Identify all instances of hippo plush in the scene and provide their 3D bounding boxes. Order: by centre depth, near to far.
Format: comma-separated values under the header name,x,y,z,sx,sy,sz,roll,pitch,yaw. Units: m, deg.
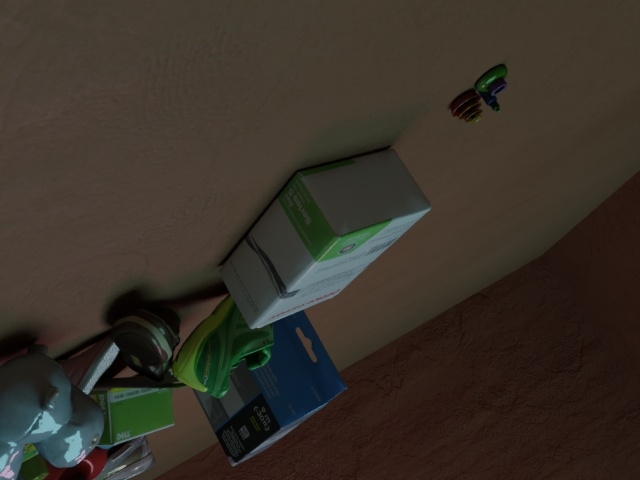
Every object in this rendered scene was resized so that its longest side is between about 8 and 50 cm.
name,x,y,z,sx,sy,sz,roll,pitch,yaw
hippo plush,-0.431,0.244,1.086,0.236,0.234,0.294,-47,126,-11

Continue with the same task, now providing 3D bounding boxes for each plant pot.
name,x,y,z,sx,sy,sz,roll,pitch,yaw
plant pot,-0.562,0.427,1.578,0.083,0.079,0.083,-30,166,-9

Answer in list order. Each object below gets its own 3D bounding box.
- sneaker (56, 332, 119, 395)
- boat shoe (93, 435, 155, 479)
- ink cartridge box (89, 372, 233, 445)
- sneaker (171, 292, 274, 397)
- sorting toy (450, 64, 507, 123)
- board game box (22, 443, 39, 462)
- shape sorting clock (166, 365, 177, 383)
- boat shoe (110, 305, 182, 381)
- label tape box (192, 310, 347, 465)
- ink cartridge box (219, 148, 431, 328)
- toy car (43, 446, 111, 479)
name,x,y,z,sx,sy,sz,roll,pitch,yaw
sneaker,-0.363,0.185,1.246,0.134,0.070,0.051,-58,166,-22
boat shoe,-0.584,0.587,2.091,0.321,0.103,0.118,-18,180,-28
ink cartridge box,-0.300,0.284,1.390,0.255,0.096,0.189,-6,176,21
sneaker,-0.126,0.149,1.361,0.295,0.123,0.109,-50,180,-41
sorting toy,0.236,-0.202,1.172,0.102,0.042,0.061,-40,164,30
board game box,-0.552,0.365,1.459,0.092,0.043,0.181,-27,166,-16
shape sorting clock,-0.372,0.320,1.692,0.206,0.040,0.206,-30,162,-10
boat shoe,-0.256,0.137,1.246,0.095,0.095,0.257,-63,-178,-23
label tape box,-0.126,0.278,1.662,0.106,0.240,0.333,-16,159,-42
ink cartridge box,0.000,0.000,1.217,0.198,0.114,0.273,-19,161,-41
toy car,-0.503,0.521,1.701,0.219,0.237,0.210,-36,166,20
